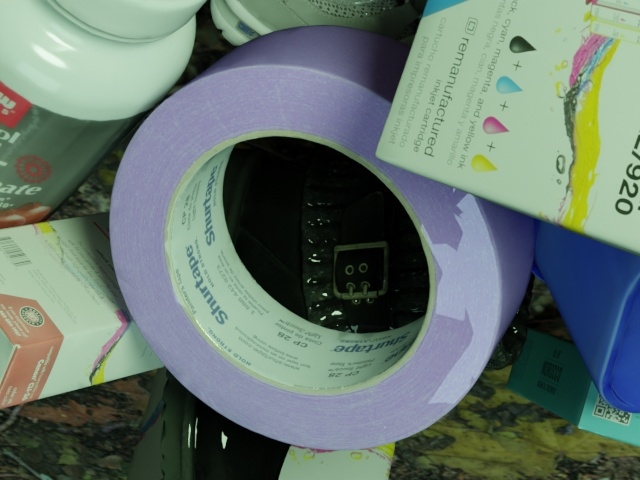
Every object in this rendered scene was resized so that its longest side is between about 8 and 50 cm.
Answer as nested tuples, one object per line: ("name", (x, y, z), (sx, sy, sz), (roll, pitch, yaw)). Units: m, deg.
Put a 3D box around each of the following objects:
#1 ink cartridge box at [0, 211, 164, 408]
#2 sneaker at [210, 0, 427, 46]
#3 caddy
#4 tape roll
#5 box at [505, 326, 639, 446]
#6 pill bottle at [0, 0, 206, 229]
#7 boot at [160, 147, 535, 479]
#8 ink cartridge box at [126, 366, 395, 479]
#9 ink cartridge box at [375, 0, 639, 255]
("ink cartridge box", (-0.178, 0.045, 1.230), (0.198, 0.115, 0.067), (-11, 138, -45))
("sneaker", (0.068, -0.139, 1.142), (0.281, 0.105, 0.115), (19, 143, -9))
("caddy", (0.269, -0.031, 1.160), (0.241, 0.179, 0.341), (-15, 150, -9))
("tape roll", (0.000, 0.000, 1.129), (0.274, 0.090, 0.275), (9, 117, 18))
("box", (0.231, 0.121, 1.382), (0.100, 0.060, 0.244), (17, 180, -6))
("pill bottle", (-0.195, -0.134, 1.168), (0.176, 0.176, 0.318), (27, 142, -20))
("boot", (0.024, 0.092, 1.293), (0.260, 0.348, 0.131), (7, 173, 13))
("ink cartridge box", (-0.050, 0.187, 1.473), (0.201, 0.278, 0.117), (24, 147, -17))
("ink cartridge box", (0.187, -0.077, 0.925), (0.232, 0.171, 0.168), (22, -175, 38))
